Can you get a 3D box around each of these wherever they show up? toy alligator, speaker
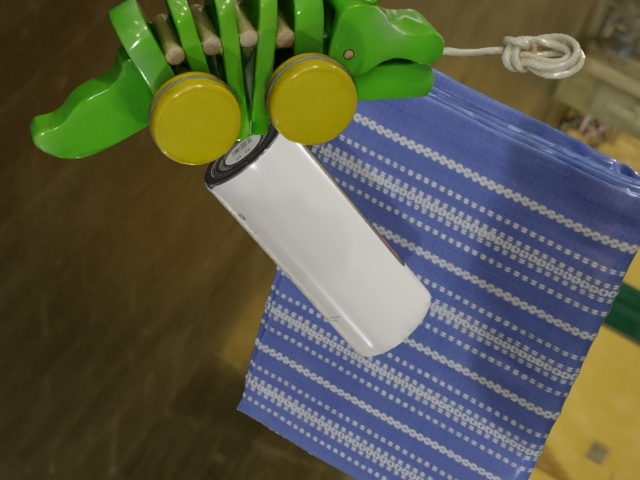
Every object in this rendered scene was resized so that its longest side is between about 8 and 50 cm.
[{"bbox_3d":[-0.002,-0.067,0.436,0.056,0.189,0.051,-117,-161,-55],"label":"toy alligator"},{"bbox_3d":[0.000,0.000,0.722,0.055,0.136,0.055,-34,-157,17],"label":"speaker"}]

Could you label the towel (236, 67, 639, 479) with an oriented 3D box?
[{"bbox_3d":[0.079,0.046,0.986,0.040,0.243,0.336,-38,151,-55],"label":"towel"}]
